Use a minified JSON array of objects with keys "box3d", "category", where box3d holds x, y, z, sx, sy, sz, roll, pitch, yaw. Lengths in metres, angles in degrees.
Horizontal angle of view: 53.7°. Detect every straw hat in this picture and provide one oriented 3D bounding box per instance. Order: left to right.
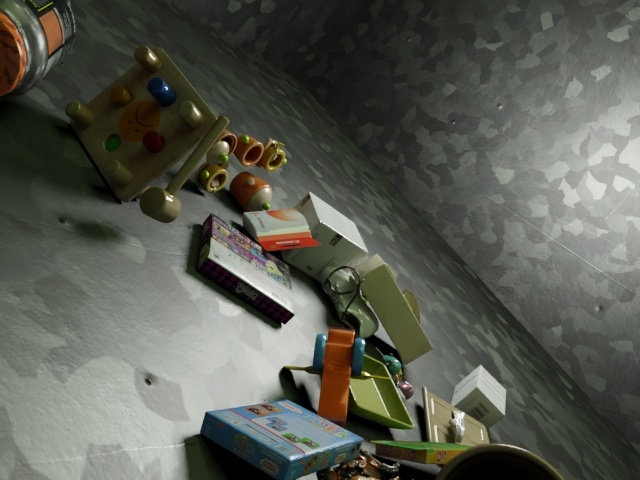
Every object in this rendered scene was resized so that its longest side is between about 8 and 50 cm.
[{"box3d":[0.238,0.215,1.870,0.061,0.145,0.144,-5,37,-15],"category":"straw hat"}]

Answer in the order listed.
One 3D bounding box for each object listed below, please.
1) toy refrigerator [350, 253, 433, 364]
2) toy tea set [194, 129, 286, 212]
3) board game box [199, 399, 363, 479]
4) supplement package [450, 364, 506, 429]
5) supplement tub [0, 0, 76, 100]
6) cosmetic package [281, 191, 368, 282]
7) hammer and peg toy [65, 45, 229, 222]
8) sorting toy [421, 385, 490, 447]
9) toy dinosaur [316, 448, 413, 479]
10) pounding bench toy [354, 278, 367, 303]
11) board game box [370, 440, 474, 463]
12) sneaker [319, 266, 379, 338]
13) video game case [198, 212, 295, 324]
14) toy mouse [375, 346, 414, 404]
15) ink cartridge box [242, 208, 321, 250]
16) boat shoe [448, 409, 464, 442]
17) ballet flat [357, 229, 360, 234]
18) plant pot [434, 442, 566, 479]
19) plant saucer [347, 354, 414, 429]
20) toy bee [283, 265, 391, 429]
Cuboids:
[{"box3d":[0.188,0.176,1.642,0.270,0.094,0.102,59,1,-14],"category":"toy refrigerator"},{"box3d":[-0.192,-0.169,1.592,0.124,0.200,0.336,42,15,24],"category":"toy tea set"},{"box3d":[-0.053,0.296,0.959,0.160,0.039,0.211,18,3,32],"category":"board game box"},{"box3d":[0.431,0.435,1.721,0.105,0.105,0.179,46,17,7],"category":"supplement package"},{"box3d":[-0.596,-0.388,1.184,0.207,0.207,0.338,36,18,-22],"category":"supplement tub"},{"box3d":[0.000,0.000,1.700,0.183,0.151,0.151,32,22,-32],"category":"cosmetic package"},{"box3d":[-0.327,-0.206,1.273,0.361,0.266,0.127,50,0,24],"category":"hammer and peg toy"},{"box3d":[0.321,0.499,1.454,0.229,0.041,0.307,36,25,-14],"category":"sorting toy"},{"box3d":[0.083,0.423,0.953,0.218,0.164,0.322,30,26,0],"category":"toy dinosaur"},{"box3d":[0.112,0.151,1.762,0.065,0.052,0.083,41,18,-11],"category":"pounding bench toy"},{"box3d":[0.224,0.419,1.249,0.259,0.124,0.039,21,69,-40],"category":"board game box"},{"box3d":[0.061,0.157,1.607,0.212,0.080,0.094,51,32,14],"category":"sneaker"},{"box3d":[-0.161,0.058,1.387,0.232,0.042,0.210,36,18,-23],"category":"video game case"},{"box3d":[0.187,0.320,1.492,0.161,0.031,0.143,60,-2,7],"category":"toy mouse"},{"box3d":[-0.097,-0.030,1.549,0.145,0.045,0.179,-6,21,-24],"category":"ink cartridge box"},{"box3d":[0.315,0.431,1.470,0.035,0.035,0.100,15,28,6],"category":"boat shoe"},{"box3d":[0.080,0.002,2.049,0.067,0.073,0.206,18,12,9],"category":"ballet flat"},{"box3d":[0.332,0.506,1.157,0.263,0.263,0.229,50,1,21],"category":"plant pot"},{"box3d":[0.096,0.318,1.349,0.188,0.045,0.188,30,22,-35],"category":"plant saucer"},{"box3d":[0.047,0.231,1.227,0.195,0.298,0.162,24,-27,14],"category":"toy bee"}]
